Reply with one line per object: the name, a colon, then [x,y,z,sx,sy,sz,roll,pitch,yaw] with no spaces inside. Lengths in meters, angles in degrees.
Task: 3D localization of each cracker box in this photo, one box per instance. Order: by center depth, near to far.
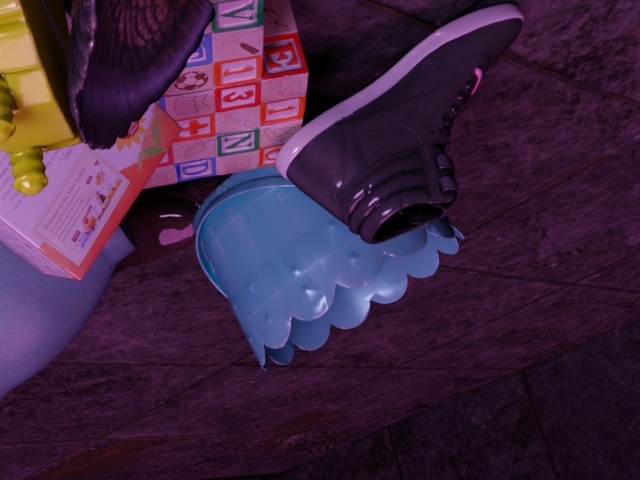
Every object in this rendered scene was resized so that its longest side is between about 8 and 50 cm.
cracker box: [-0.233,-0.099,0.763,0.067,0.156,0.232,5,147,47]

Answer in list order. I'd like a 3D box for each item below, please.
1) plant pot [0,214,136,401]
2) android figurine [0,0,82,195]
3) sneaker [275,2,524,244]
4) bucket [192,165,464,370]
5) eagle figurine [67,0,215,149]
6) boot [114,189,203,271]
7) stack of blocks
plant pot: [-0.291,-0.020,0.920,0.196,0.293,0.293,-30,159,-5]
android figurine: [-0.192,-0.161,0.599,0.056,0.273,0.248,-13,160,-4]
sneaker: [0.114,-0.107,1.008,0.295,0.147,0.104,-37,165,-9]
bucket: [0.000,0.000,1.155,0.281,0.183,0.281,-32,168,-8]
eagle figurine: [-0.089,-0.181,0.531,0.225,0.226,0.298,36,158,-31]
boot: [-0.251,0.027,1.147,0.248,0.207,0.090,-10,114,4]
stack of blocks: [-0.103,-0.161,0.912,0.171,0.087,0.297,-11,159,-8]
